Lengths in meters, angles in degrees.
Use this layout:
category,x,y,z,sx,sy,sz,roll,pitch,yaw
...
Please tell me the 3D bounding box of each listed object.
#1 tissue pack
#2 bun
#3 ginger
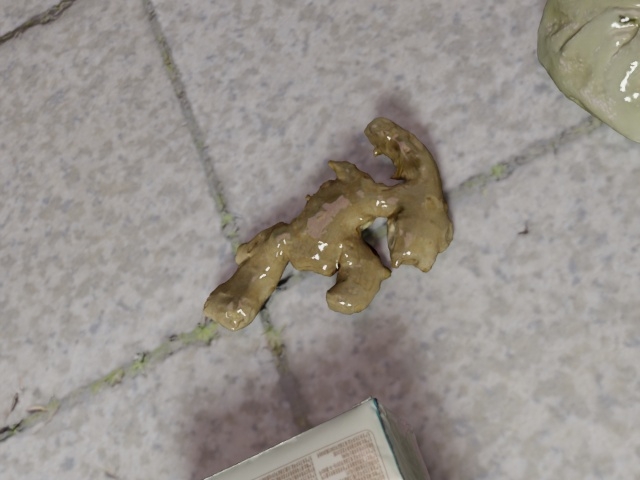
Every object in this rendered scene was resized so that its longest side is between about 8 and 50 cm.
category,x,y,z,sx,sy,sz,roll,pitch,yaw
tissue pack,-0.010,0.257,0.744,0.225,0.124,0.185,-26,60,9
bun,0.300,-0.196,0.828,0.231,0.133,0.231,-8,63,16
ginger,0.010,0.009,0.891,0.258,0.065,0.149,-39,60,-2
